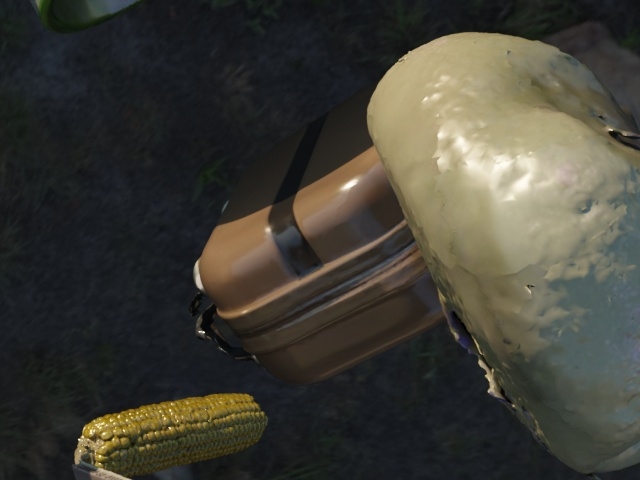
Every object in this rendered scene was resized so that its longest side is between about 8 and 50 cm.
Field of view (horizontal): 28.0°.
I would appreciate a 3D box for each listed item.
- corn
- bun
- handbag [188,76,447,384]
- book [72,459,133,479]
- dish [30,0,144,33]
[{"bbox_3d":[-0.170,0.221,1.467,0.238,0.080,0.080,-10,82,-35],"label":"corn"},{"bbox_3d":[0.140,0.000,0.742,0.168,0.273,0.273,-33,93,3],"label":"bun"},{"bbox_3d":[0.000,0.000,1.092,0.149,0.283,0.302,52,20,-16],"label":"handbag"},{"bbox_3d":[-0.165,0.269,1.142,0.014,0.182,0.127,-19,101,-32],"label":"book"},{"bbox_3d":[-0.132,-0.318,1.050,0.324,0.324,0.124,-38,91,-25],"label":"dish"}]
